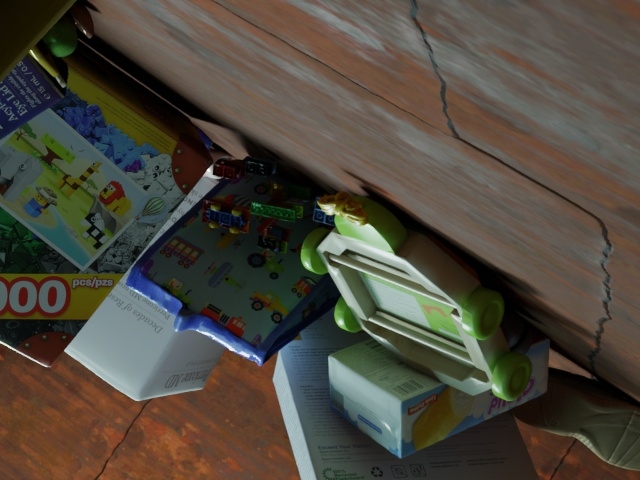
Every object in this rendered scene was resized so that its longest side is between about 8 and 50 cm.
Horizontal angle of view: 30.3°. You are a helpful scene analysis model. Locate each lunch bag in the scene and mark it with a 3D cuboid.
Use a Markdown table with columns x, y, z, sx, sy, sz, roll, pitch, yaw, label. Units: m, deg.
| x | y | z | sx | sy | sz | roll | pitch | yaw | label |
| --- | --- | --- | --- | --- | --- | --- | --- | --- | --- |
| -0.103 | 0.041 | 1.619 | 0.221 | 0.138 | 0.293 | 32 | -141 | 15 | lunch bag |

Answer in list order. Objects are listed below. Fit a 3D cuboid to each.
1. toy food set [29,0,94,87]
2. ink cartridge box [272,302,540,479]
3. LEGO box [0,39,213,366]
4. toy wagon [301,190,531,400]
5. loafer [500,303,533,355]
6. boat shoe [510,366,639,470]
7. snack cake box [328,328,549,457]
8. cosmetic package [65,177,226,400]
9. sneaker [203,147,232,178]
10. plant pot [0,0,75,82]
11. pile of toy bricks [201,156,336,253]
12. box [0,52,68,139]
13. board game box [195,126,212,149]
| x | y | z | sx | sy | sz | roll | pitch | yaw | label |
| --- | --- | --- | --- | --- | --- | --- | --- | --- | --- |
| -0.282 | -0.239 | 1.208 | 0.128 | 0.071 | 0.218 | 56 | 176 | -1 | toy food set |
| 0.106 | 0.232 | 1.660 | 0.324 | 0.071 | 0.330 | 1 | -134 | -21 | ink cartridge box |
| -0.458 | -0.125 | 1.542 | 0.500 | 0.372 | 0.193 | 34 | -170 | -27 | LEGO box |
| 0.098 | 0.054 | 1.361 | 0.267 | 0.068 | 0.344 | 21 | 151 | 40 | toy wagon |
| 0.144 | 0.070 | 1.550 | 0.303 | 0.109 | 0.095 | 21 | 150 | 45 | loafer |
| 0.393 | 0.247 | 1.717 | 0.285 | 0.102 | 0.092 | 21 | -155 | -15 | boat shoe |
| 0.159 | 0.177 | 1.578 | 0.264 | 0.089 | 0.152 | -17 | -152 | -32 | snack cake box |
| -0.300 | 0.035 | 2.171 | 0.327 | 0.393 | 0.329 | 32 | -175 | 14 | cosmetic package |
| -0.172 | -0.122 | 1.928 | 0.070 | 0.051 | 0.134 | 23 | 179 | 16 | sneaker |
| -0.327 | -0.217 | 0.836 | 0.187 | 0.212 | 0.212 | 45 | -176 | 32 | plant pot |
| -0.041 | -0.049 | 1.545 | 0.212 | 0.118 | 0.105 | 15 | -161 | 20 | pile of toy bricks |
| -0.415 | -0.183 | 1.340 | 0.153 | 0.207 | 0.108 | 52 | -170 | -29 | box |
| -0.379 | -0.152 | 1.864 | 0.347 | 0.233 | 0.078 | 32 | 176 | 15 | board game box |
